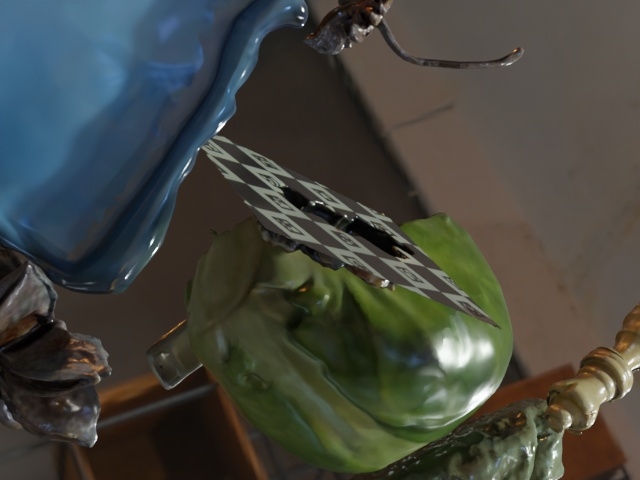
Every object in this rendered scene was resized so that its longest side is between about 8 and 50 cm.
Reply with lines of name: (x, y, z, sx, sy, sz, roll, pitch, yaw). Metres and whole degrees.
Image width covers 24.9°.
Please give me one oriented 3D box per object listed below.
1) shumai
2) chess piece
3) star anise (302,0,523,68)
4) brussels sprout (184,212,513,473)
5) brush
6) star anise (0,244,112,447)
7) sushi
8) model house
shumai: (0.187, 0.368, 1.804, 0.309, 0.304, 0.263, -32, -96, 57)
chess piece: (0.256, 0.118, 1.289, 0.060, 0.172, 0.060, 31, -41, 32)
star anise: (0.123, -0.273, 1.974, 0.227, 0.218, 0.148, 45, 18, -24)
brussels sprout: (0.040, 0.097, 1.626, 0.276, 0.371, 0.315, -30, -119, 48)
brush: (-0.100, 0.077, 1.857, 0.050, 0.321, 0.060, -7, -64, 53)
star anise: (-0.271, 0.083, 1.316, 0.236, 0.093, 0.229, 55, -30, 16)
sushi: (0.000, 0.000, 1.367, 0.050, 0.290, 0.264, -58, -145, 11)
model house: (-0.174, -0.136, 0.883, 0.215, 0.237, 0.303, 32, 4, -20)
